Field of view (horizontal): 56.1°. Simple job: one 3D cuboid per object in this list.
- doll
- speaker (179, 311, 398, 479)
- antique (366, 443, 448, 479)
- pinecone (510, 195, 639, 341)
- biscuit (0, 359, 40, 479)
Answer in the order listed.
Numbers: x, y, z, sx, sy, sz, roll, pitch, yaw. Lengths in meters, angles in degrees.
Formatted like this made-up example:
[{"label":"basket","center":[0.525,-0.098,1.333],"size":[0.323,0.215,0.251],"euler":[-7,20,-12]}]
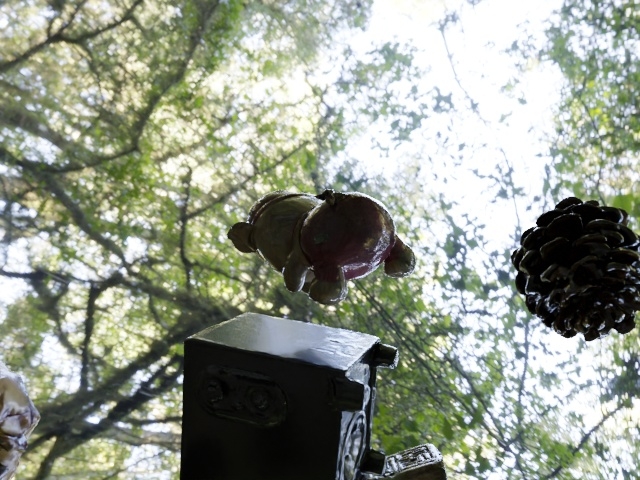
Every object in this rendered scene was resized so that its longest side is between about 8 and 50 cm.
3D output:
[{"label":"doll","center":[-0.001,0.004,0.854],"size":[0.256,0.196,0.152],"euler":[15,-94,54]},{"label":"speaker","center":[-0.043,0.245,0.826],"size":[0.254,0.184,0.232],"euler":[8,-80,21]},{"label":"antique","center":[0.168,0.508,1.004],"size":[0.150,0.125,0.284],"euler":[-16,-93,1]},{"label":"pinecone","center":[0.441,0.051,1.023],"size":[0.224,0.224,0.272],"euler":[-12,-153,23]},{"label":"biscuit","center":[-0.357,0.105,0.400],"size":[0.334,0.289,0.081],"euler":[-20,-146,15]}]
